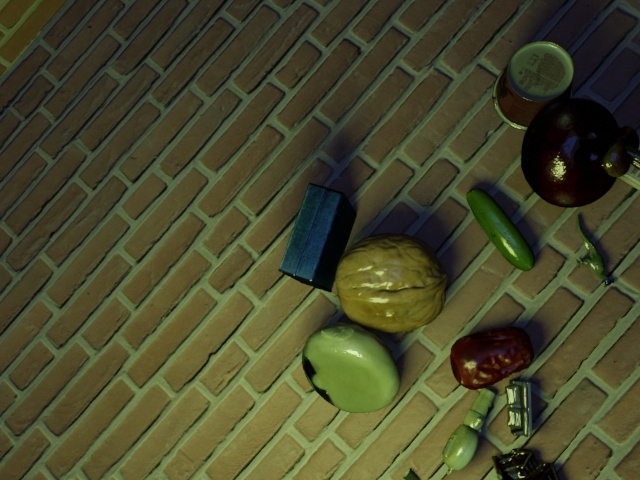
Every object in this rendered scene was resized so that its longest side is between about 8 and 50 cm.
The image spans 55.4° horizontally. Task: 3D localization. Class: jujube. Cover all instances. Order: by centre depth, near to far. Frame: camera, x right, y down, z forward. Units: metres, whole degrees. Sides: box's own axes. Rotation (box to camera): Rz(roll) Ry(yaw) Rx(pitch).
[{"bbox_3d":[0.471,0.319,1.679,0.230,0.155,0.155,-18,77,8],"label":"jujube"}]

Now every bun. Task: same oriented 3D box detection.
[{"bbox_3d":[0.098,0.337,1.724,0.293,0.293,0.187,18,42,14],"label":"bun"}]

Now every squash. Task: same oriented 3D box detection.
[{"bbox_3d":[0.519,-0.035,1.768,0.082,0.082,0.292,-34,75,4],"label":"squash"}]

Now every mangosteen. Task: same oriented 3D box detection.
[{"bbox_3d":[0.693,-0.235,1.655,0.297,0.293,0.297,-3,102,-15],"label":"mangosteen"}]

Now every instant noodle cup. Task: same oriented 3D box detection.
[{"bbox_3d":[0.626,-0.455,1.771,0.234,0.178,0.235,-2,82,11],"label":"instant noodle cup"}]

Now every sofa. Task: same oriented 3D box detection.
[{"bbox_3d":[0.543,0.459,1.675,0.060,0.085,0.147,0,81,8],"label":"sofa"}]

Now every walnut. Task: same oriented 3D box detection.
[{"bbox_3d":[0.201,0.119,1.717,0.313,0.252,0.277,-8,77,10],"label":"walnut"}]

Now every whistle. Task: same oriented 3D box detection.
[{"bbox_3d":[0.406,0.524,1.680,0.067,0.126,0.258,34,74,2],"label":"whistle"}]

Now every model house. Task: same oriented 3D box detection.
[{"bbox_3d":[0.558,0.639,1.629,0.152,0.106,0.165,-25,81,8],"label":"model house"}]

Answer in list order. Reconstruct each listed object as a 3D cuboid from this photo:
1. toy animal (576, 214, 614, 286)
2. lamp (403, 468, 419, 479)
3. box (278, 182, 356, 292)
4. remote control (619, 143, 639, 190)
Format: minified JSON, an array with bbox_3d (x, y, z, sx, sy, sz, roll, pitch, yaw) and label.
[{"bbox_3d":[0.751,0.034,1.728,0.075,0.041,0.217,-20,74,-11],"label":"toy animal"},{"bbox_3d":[0.238,0.710,1.719,0.054,0.041,0.121,37,85,6],"label":"lamp"},{"bbox_3d":[0.000,0.000,1.765,0.116,0.279,0.261,16,83,15],"label":"box"},{"bbox_3d":[0.974,-0.161,1.712,0.277,0.055,0.103,36,89,15],"label":"remote control"}]
